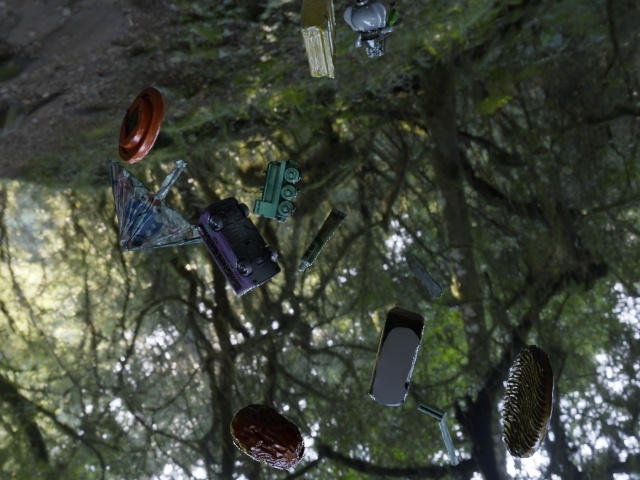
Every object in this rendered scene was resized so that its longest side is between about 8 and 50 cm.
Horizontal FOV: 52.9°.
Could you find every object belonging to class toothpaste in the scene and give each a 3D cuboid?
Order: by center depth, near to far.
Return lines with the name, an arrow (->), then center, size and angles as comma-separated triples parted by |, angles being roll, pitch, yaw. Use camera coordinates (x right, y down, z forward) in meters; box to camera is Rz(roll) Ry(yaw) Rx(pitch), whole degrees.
toothpaste -> 0.000, 0.000, 1.762 | 0.049, 0.031, 0.204 | 28, -106, 22

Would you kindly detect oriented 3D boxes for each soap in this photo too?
soap -> -0.002, -0.686, 2.098 | 0.091, 0.199, 0.315 | -1, 168, 6

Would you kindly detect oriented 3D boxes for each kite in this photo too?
kite -> -0.515, -0.102, 1.952 | 0.368, 0.406, 0.014 | -52, 177, 18

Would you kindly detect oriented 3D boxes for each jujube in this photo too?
jujube -> -0.169, 0.625, 2.046 | 0.174, 0.250, 0.174 | -53, 179, -1

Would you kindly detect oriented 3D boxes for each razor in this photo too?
razor -> 0.313, 0.488, 1.618 | 0.036, 0.211, 0.084 | -40, -149, -24

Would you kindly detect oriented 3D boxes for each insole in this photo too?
insole -> 0.346, 0.115, 2.167 | 0.006, 0.193, 0.065 | -21, 151, -33

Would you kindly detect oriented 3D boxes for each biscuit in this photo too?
biscuit -> 0.575, 0.451, 1.808 | 0.040, 0.317, 0.318 | 12, -160, 0

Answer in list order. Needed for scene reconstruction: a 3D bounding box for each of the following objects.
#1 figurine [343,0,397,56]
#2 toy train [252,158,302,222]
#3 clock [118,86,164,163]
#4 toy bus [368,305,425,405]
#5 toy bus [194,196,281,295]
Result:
figurine -> 0.147, -0.648, 1.920 | 0.147, 0.192, 0.126 | 1, -139, 27
toy train -> -0.111, -0.135, 1.695 | 0.111, 0.170, 0.071 | 11, -172, -1
clock -> -0.466, -0.297, 1.653 | 0.051, 0.205, 0.205 | 18, 168, -38
toy bus -> 0.244, 0.368, 2.051 | 0.128, 0.302, 0.147 | 14, -163, 10
toy bus -> -0.164, 0.012, 1.239 | 0.087, 0.178, 0.098 | -29, 175, -42
